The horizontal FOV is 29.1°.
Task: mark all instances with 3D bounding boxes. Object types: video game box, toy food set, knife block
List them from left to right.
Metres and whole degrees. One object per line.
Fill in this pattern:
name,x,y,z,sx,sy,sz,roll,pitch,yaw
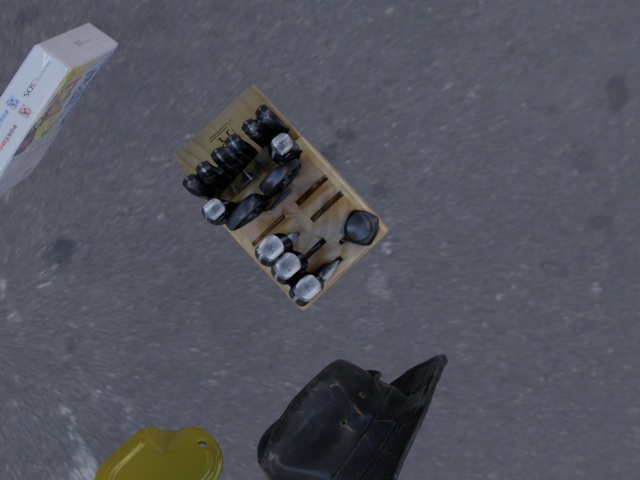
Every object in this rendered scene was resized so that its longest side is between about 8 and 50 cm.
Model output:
video game box,-0.295,-0.127,1.259,0.048,0.205,0.187,38,104,-7
toy food set,-0.215,0.320,1.534,0.128,0.071,0.218,30,44,22
knife block,0.000,0.000,0.918,0.088,0.242,0.275,-42,133,4

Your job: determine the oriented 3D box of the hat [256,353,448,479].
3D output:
hat,0.009,0.234,1.451,0.134,0.331,0.331,38,77,-5
